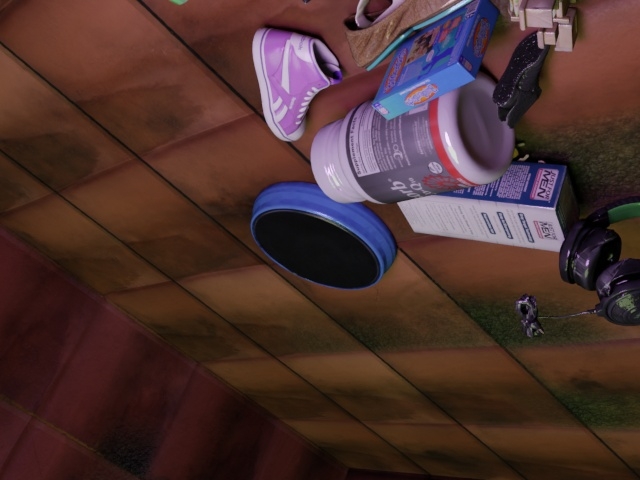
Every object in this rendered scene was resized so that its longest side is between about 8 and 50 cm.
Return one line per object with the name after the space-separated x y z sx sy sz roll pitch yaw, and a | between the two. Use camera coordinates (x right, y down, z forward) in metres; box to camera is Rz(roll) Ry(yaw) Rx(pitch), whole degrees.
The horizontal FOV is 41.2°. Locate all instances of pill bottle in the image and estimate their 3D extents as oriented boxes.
0.166 -0.182 1.621 0.363 0.210 0.210 -10 137 46 | pill bottle

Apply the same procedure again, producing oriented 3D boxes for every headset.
0.534 0.050 1.581 0.243 0.394 0.185 51 175 43 | headset

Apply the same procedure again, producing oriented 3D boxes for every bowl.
0.000 0.000 2.191 0.391 0.077 0.391 18 151 10 | bowl

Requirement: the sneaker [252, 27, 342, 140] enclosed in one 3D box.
-0.031 -0.293 1.697 0.161 0.102 0.282 10 149 17 | sneaker

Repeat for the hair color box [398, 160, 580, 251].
0.338 -0.080 1.748 0.347 0.105 0.174 9 155 31 | hair color box

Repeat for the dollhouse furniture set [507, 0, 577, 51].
0.322 -0.332 1.300 0.101 0.161 0.182 10 148 24 | dollhouse furniture set

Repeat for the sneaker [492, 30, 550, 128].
0.351 -0.274 1.459 0.089 0.170 0.051 6 -148 -49 | sneaker

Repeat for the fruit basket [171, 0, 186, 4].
-0.168 -0.535 1.208 0.283 0.392 0.392 -17 132 45 | fruit basket

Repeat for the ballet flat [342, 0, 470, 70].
0.143 -0.397 1.405 0.124 0.116 0.342 52 149 -10 | ballet flat

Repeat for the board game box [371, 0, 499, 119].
0.193 -0.306 1.443 0.047 0.160 0.210 38 149 -25 | board game box

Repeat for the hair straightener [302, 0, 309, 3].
-0.053 -0.446 1.504 0.230 0.047 0.089 4 146 32 | hair straightener

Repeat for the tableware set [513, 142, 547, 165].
0.392 -0.158 1.691 0.154 0.024 0.104 24 158 -3 | tableware set
